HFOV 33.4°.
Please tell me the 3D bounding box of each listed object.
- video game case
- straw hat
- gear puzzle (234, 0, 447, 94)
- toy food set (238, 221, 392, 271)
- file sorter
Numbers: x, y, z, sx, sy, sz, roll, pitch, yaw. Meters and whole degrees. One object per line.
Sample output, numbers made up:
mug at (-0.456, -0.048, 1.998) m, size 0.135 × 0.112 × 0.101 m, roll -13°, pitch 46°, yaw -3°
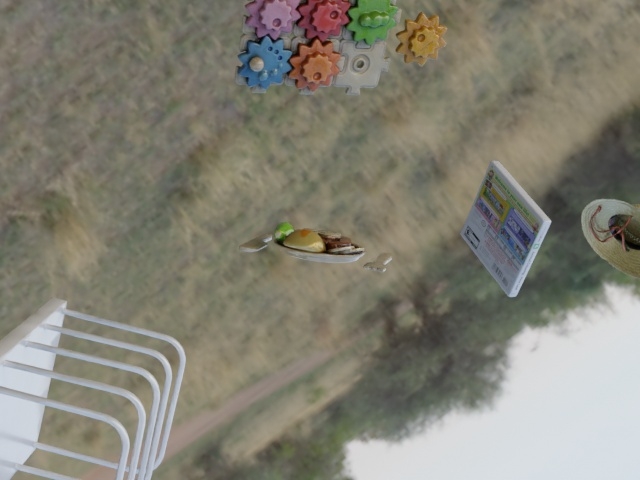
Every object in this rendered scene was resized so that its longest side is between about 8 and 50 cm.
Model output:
video game case at (0.373, -0.025, 2.176) m, size 0.023 × 0.212 × 0.193 m, roll -2°, pitch 128°, yaw -27°
straw hat at (0.456, -0.020, 1.550) m, size 0.061 × 0.144 × 0.144 m, roll -37°, pitch 173°, yaw -28°
gear puzzle at (0.042, -0.294, 1.608) m, size 0.339 × 0.044 × 0.175 m, roll -2°, pitch 122°, yaw -23°
toy food set at (0.000, 0.000, 1.413) m, size 0.132 × 0.192 × 0.038 m, roll -37°, pitch 135°, yaw -75°
file sorter at (-0.264, 0.204, 1.126) m, size 0.277 × 0.173 × 0.193 m, roll -70°, pitch 174°, yaw -78°
